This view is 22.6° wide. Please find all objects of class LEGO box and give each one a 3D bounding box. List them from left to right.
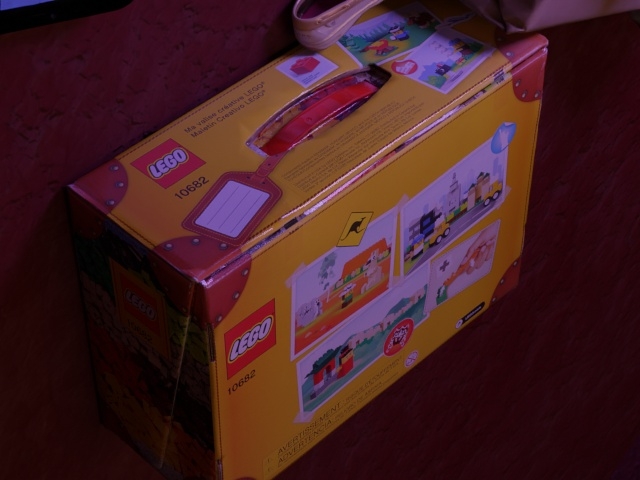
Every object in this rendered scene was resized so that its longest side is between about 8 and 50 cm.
[{"bbox_3d":[0.000,0.000,1.708,0.500,0.193,0.372,-35,144,-31],"label":"LEGO box"}]

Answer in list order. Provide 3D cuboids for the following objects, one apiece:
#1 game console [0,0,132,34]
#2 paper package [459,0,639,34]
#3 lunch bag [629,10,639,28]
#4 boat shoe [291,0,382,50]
[{"bbox_3d":[-0.275,-0.221,1.257,0.361,0.044,0.213,-21,136,-44],"label":"game console"},{"bbox_3d":[0.291,-0.396,1.696,0.325,0.168,0.309,-19,142,-53],"label":"paper package"},{"bbox_3d":[0.453,-0.396,1.987,0.287,0.169,0.235,-58,150,-5],"label":"lunch bag"},{"bbox_3d":[0.035,-0.268,1.626,0.170,0.063,0.059,-50,155,-7],"label":"boat shoe"}]
